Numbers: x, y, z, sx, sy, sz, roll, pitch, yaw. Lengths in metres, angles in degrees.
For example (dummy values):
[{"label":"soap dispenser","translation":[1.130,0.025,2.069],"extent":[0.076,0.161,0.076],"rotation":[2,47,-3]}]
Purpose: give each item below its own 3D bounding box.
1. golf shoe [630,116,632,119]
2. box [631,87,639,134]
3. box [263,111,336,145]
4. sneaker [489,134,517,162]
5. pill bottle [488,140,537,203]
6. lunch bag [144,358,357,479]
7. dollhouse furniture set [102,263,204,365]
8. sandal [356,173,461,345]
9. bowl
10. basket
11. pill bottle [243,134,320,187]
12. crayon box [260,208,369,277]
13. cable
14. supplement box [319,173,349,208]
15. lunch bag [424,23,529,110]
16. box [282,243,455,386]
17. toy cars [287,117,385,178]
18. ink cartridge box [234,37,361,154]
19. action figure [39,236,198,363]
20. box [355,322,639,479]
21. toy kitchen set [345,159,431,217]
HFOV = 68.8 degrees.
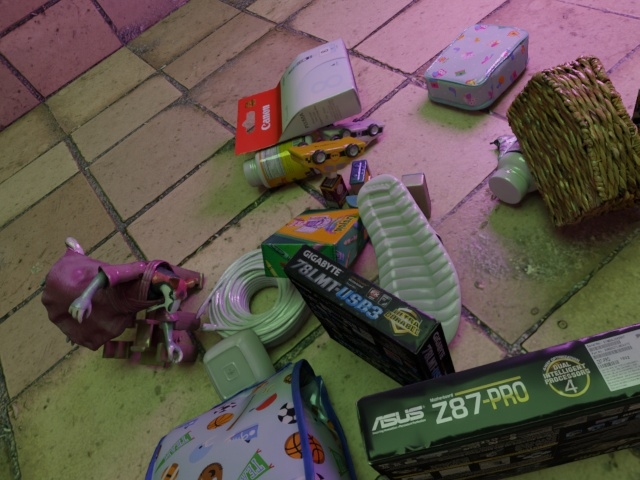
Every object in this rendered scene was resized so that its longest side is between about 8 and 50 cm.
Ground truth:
[{"label":"golf shoe","translation":[0.765,-0.248,1.053],"extent":[0.176,0.069,0.086],"rotation":[24,46,32]},{"label":"box","translation":[0.671,-0.199,0.946],"extent":[0.036,0.207,0.114],"rotation":[-15,50,12]},{"label":"box","translation":[-0.070,-0.353,1.442],"extent":[0.203,0.114,0.103],"rotation":[-38,47,-6]},{"label":"sneaker","translation":[0.456,-0.235,1.181],"extent":[0.069,0.038,0.098],"rotation":[28,60,38]},{"label":"pill bottle","translation":[0.477,-0.177,1.075],"extent":[0.187,0.112,0.112],"rotation":[-46,51,-13]},{"label":"lunch bag","translation":[-0.115,0.405,0.797],"extent":[0.327,0.239,0.385],"rotation":[-30,26,1]},{"label":"dollhouse furniture set","translation":[-0.395,0.190,1.182],"extent":[0.212,0.161,0.242],"rotation":[-3,76,21]},{"label":"sandal","translation":[0.203,0.040,1.020],"extent":[0.169,0.102,0.416],"rotation":[-24,67,24]},{"label":"bowl","translation":[-0.181,0.275,0.998],"extent":[0.142,0.053,0.142],"rotation":[-31,80,14]},{"label":"basket","translation":[0.549,-0.208,0.916],"extent":[0.223,0.213,0.299],"rotation":[-15,75,-5]},{"label":"pill bottle","translation":[-0.110,-0.223,1.357],"extent":[0.214,0.117,0.117],"rotation":[-15,50,12]},{"label":"crayon box","translation":[0.000,0.000,1.066],"extent":[0.165,0.081,0.278],"rotation":[0,18,19]},{"label":"cable","translation":[-0.140,0.139,1.115],"extent":[0.257,0.089,0.257],"rotation":[11,59,29]},{"label":"supplement box","translation":[0.038,-0.132,1.247],"extent":[0.043,0.083,0.055],"rotation":[16,62,31]},{"label":"lunch bag","translation":[0.445,-0.501,1.340],"extent":[0.224,0.108,0.279],"rotation":[28,67,42]},{"label":"box","translation":[0.097,0.165,0.857],"extent":[0.295,0.293,0.073],"rotation":[28,70,37]},{"label":"toy cars","translation":[0.054,-0.251,1.267],"extent":[0.176,0.087,0.394],"rotation":[8,29,19]},{"label":"ink cartridge box","translation":[-0.088,-0.427,1.370],"extent":[0.384,0.091,0.308],"rotation":[-16,47,10]},{"label":"action figure","translation":[-0.422,0.117,1.048],"extent":[0.370,0.248,0.276],"rotation":[-16,45,19]},{"label":"box","translation":[0.283,0.270,0.681],"extent":[0.394,0.318,0.097],"rotation":[-19,49,10]},{"label":"toy kitchen set","translation":[0.169,-0.151,1.180],"extent":[0.207,0.122,0.166],"rotation":[-3,54,20]}]
